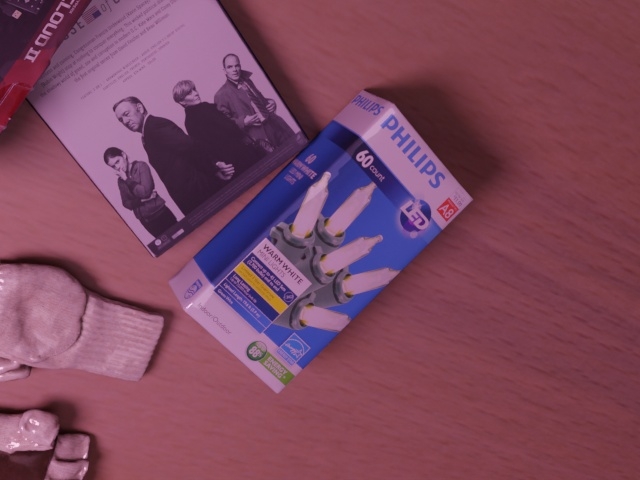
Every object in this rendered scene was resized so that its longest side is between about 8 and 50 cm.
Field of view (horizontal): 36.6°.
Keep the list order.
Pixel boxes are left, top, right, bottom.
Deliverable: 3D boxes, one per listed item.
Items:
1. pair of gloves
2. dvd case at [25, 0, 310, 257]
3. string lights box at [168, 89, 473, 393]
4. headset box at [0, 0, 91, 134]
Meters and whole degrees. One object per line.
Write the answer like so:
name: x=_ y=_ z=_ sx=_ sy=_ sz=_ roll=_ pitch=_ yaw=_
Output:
pair of gloves: x=-0.273 y=0.135 z=0.870 sx=0.204 sy=0.042 sz=0.240 roll=27 pitch=97 yaw=-27
dvd case: x=-0.141 y=-0.126 z=0.831 sx=0.179 sy=0.029 sz=0.238 roll=-37 pitch=117 yaw=-5
string lights box: x=0.000 y=0.000 z=0.906 sx=0.260 sy=0.077 sz=0.133 roll=-45 pitch=117 yaw=-1
headset box: x=-0.308 y=-0.143 z=0.634 sx=0.218 sy=0.110 sz=0.293 roll=-50 pitch=154 yaw=16
